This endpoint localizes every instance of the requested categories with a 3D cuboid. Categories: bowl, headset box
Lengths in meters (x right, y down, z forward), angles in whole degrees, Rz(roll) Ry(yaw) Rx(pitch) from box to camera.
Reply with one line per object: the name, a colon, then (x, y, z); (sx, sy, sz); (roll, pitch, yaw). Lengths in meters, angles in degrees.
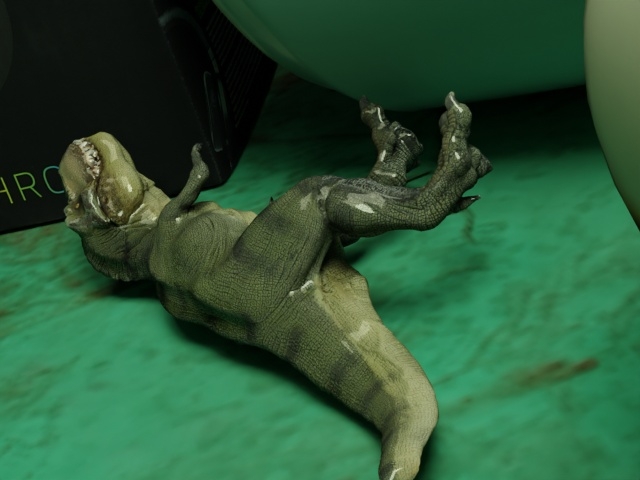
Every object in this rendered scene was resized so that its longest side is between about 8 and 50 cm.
bowl: (0.032, -0.177, 0.700); (0.163, 0.311, 0.311); (-28, 22, 27)
headset box: (-0.185, -0.152, 0.759); (0.246, 0.283, 0.131); (-10, 29, 16)

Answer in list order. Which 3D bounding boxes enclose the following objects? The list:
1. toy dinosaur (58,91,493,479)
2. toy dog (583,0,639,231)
toy dinosaur: (0.000, 0.000, 0.610); (0.118, 0.064, 0.268); (-43, 34, -11)
toy dog: (0.257, -0.092, 0.406); (0.408, 0.284, 0.395); (-22, 47, -2)
